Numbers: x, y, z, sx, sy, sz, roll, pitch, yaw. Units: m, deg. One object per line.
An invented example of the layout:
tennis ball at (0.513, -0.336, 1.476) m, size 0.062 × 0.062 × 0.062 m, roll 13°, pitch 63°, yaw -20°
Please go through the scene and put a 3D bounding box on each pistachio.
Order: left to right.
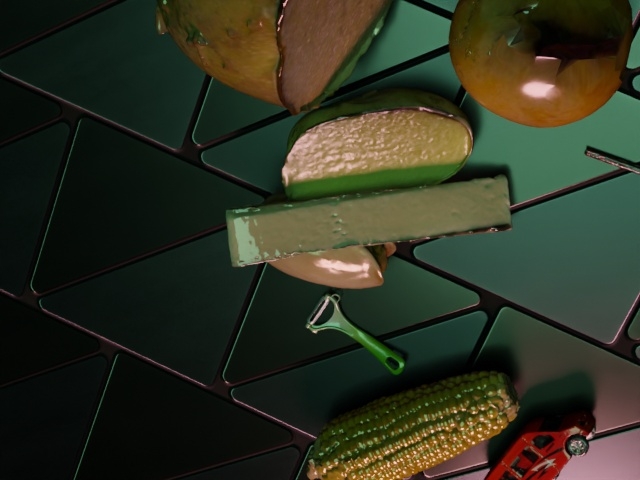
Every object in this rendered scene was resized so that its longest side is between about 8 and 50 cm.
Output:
pistachio at (0.000, 0.000, 1.599) m, size 0.215 × 0.144 × 0.144 m, roll 24°, pitch 112°, yaw 1°

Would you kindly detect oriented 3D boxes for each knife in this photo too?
knife at (0.061, 0.148, 1.685) m, size 0.166 × 0.022 × 0.078 m, roll 34°, pitch 119°, yaw 3°

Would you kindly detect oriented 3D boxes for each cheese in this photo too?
cheese at (0.070, -0.030, 1.521) m, size 0.400 × 0.034 × 0.085 m, roll -8°, pitch 90°, yaw -8°

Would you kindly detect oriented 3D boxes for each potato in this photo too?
potato at (-0.065, -0.411, 1.352) m, size 0.319 × 0.385 × 0.442 m, roll 29°, pitch 102°, yaw 17°
potato at (0.072, -0.149, 1.527) m, size 0.272 × 0.111 × 0.160 m, roll -10°, pitch 134°, yaw -2°

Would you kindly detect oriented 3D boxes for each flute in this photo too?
flute at (0.493, -0.078, 1.508) m, size 0.270 × 0.014 × 0.014 m, roll 21°, pitch 111°, yaw 8°

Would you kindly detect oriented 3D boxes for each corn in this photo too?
corn at (0.134, 0.290, 1.659) m, size 0.347 × 0.130 × 0.130 m, roll -24°, pitch 100°, yaw 16°

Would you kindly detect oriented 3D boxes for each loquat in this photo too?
loquat at (0.277, -0.259, 1.389) m, size 0.235 × 0.235 × 0.235 m, roll 4°, pitch 108°, yaw 13°

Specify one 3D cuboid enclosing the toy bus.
toy bus at (0.331, 0.323, 1.646) m, size 0.089 × 0.081 × 0.195 m, roll 38°, pitch 114°, yaw 11°
